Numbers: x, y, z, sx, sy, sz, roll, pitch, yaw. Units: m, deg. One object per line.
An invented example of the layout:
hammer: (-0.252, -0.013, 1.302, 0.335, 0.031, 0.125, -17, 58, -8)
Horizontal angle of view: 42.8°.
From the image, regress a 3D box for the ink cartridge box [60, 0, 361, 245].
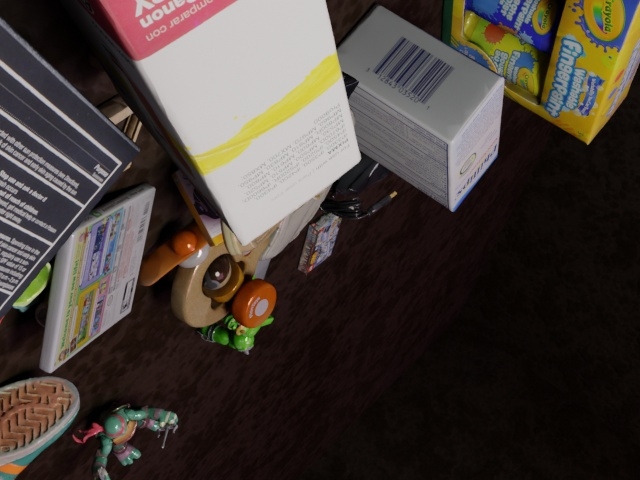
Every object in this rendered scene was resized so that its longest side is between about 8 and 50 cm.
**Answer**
ink cartridge box: (-0.124, -0.207, 0.705, 0.160, 0.279, 0.385, -37, 153, -8)

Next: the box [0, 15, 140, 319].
box: (-0.348, -0.058, 0.652, 0.294, 0.183, 0.296, -51, 162, -6)

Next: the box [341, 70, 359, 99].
box: (-0.084, -0.176, 1.009, 0.153, 0.207, 0.108, -61, 172, 22)

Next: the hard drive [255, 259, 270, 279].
hard drive: (-0.139, 0.070, 1.574, 0.094, 0.022, 0.135, -31, 150, -48)

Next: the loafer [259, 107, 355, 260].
loafer: (-0.036, -0.106, 1.410, 0.319, 0.112, 0.111, -54, 167, 24)

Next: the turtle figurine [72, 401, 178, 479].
turtle figurine: (-0.337, 0.338, 1.425, 0.175, 0.118, 0.234, -35, 172, -11)

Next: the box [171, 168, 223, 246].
box: (-0.155, -0.069, 1.182, 0.081, 0.136, 0.028, -31, -173, -26)

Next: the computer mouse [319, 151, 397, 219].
computer mouse: (0.079, -0.121, 1.556, 0.262, 0.184, 0.060, -33, 126, -41)

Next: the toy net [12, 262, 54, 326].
toy net: (-0.365, 0.086, 1.052, 0.122, 0.045, 0.232, -53, 161, -7)

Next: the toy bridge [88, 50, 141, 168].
toy bridge: (-0.237, -0.160, 0.970, 0.063, 0.026, 0.188, -43, 157, -36)

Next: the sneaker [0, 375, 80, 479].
sneaker: (-0.461, 0.302, 1.111, 0.302, 0.108, 0.121, -34, 154, -26)

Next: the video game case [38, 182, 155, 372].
video game case: (-0.295, 0.045, 1.086, 0.193, 0.023, 0.212, -46, 156, -61)

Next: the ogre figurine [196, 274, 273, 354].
ogre figurine: (-0.152, 0.121, 1.487, 0.197, 0.118, 0.097, -59, 160, 10)

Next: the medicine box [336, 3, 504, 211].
medicine box: (0.168, -0.223, 1.434, 0.149, 0.263, 0.289, -50, 160, -10)

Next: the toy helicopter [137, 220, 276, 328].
toy helicopter: (-0.152, -0.028, 1.289, 0.235, 0.140, 0.355, 3, 110, -57)

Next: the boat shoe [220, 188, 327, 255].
boat shoe: (-0.045, -0.107, 1.162, 0.341, 0.110, 0.122, -67, 157, -44)

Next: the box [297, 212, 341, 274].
box: (0.000, 0.000, 1.767, 0.094, 0.027, 0.137, -38, 154, -42)

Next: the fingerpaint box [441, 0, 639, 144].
fingerpaint box: (0.418, -0.431, 1.511, 0.163, 0.371, 0.445, -49, 160, -15)
